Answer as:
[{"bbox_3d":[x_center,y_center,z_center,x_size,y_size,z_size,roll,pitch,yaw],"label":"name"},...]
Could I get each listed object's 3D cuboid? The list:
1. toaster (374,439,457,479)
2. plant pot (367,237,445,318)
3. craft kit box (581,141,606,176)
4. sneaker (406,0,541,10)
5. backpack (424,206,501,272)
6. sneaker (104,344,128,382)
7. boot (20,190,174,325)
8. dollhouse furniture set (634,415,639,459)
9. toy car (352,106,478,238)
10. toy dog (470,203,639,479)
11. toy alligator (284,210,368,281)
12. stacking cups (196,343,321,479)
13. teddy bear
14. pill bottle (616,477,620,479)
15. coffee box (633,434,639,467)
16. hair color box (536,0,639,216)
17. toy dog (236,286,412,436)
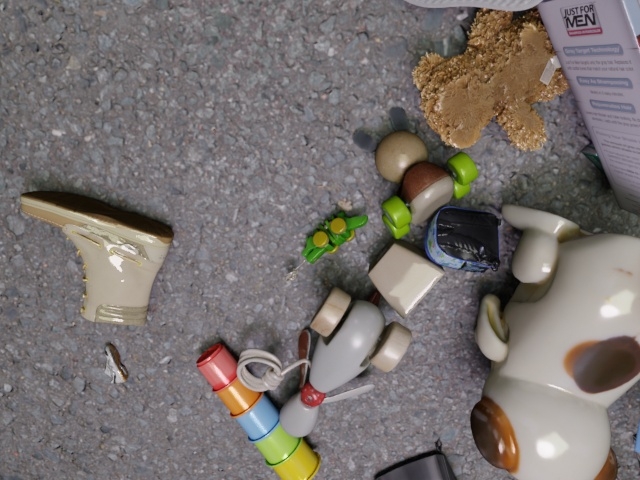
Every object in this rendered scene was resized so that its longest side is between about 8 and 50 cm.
[{"bbox_3d":[0.213,0.540,1.031,0.168,0.110,0.186,-25,104,6],"label":"toaster"},{"bbox_3d":[0.144,0.056,0.899,0.096,0.109,0.109,38,103,0],"label":"plant pot"},{"bbox_3d":[0.629,-0.161,0.859,0.250,0.061,0.247,39,100,-10],"label":"craft kit box"},{"bbox_3d":[0.225,-0.424,0.770,0.282,0.161,0.102,25,141,20],"label":"sneaker"},{"bbox_3d":[0.236,0.001,0.858,0.114,0.084,0.105,12,68,-9],"label":"backpack"},{"bbox_3d":[-0.411,0.246,0.989,0.036,0.032,0.083,-15,105,4],"label":"sneaker"},{"bbox_3d":[-0.414,0.034,0.899,0.261,0.095,0.204,18,106,-9],"label":"boot"},{"bbox_3d":[0.658,0.309,0.802,0.286,0.198,0.303,53,56,-32],"label":"dollhouse furniture set"},{"bbox_3d":[0.141,-0.127,0.851,0.155,0.149,0.188,-33,76,0],"label":"toy car"},{"bbox_3d":[0.402,0.191,0.795,0.284,0.395,0.408,18,97,-14],"label":"toy dog"},{"bbox_3d":[0.000,0.000,0.910,0.189,0.056,0.051,-37,61,11],"label":"toy alligator"},{"bbox_3d":[-0.119,0.337,0.988,0.096,0.096,0.316,-31,101,9],"label":"stacking cups"},{"bbox_3d":[0.311,-0.273,0.810,0.338,0.113,0.245,-45,107,3],"label":"teddy bear"},{"bbox_3d":[0.525,0.470,0.978,0.094,0.169,0.094,0,106,0],"label":"pill bottle"},{"bbox_3d":[0.726,0.474,1.045,0.113,0.040,0.184,-20,105,6],"label":"coffee box"},{"bbox_3d":[0.462,-0.197,0.703,0.113,0.185,0.374,-33,110,5],"label":"hair color box"},{"bbox_3d":[0.028,0.206,0.924,0.333,0.161,0.220,-36,96,30],"label":"toy dog"}]
